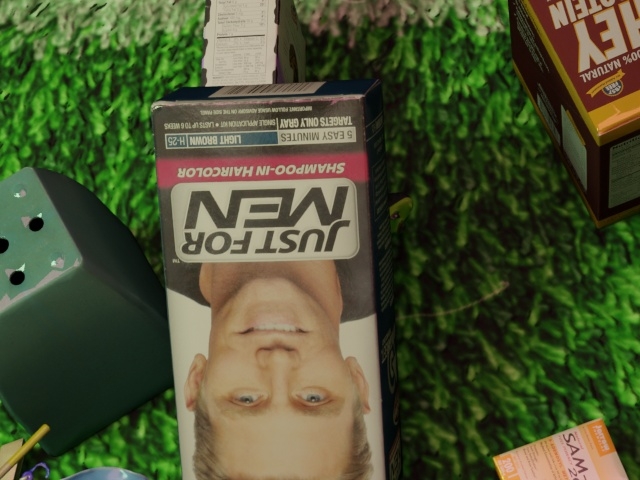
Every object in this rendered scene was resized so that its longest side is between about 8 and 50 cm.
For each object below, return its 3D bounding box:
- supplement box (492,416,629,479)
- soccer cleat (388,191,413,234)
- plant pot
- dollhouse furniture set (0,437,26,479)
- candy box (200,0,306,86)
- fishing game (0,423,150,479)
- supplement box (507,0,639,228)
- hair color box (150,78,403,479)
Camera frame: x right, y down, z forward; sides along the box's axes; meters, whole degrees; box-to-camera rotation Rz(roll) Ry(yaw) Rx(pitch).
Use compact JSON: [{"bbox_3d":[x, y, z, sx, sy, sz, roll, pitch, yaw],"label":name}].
[{"bbox_3d":[0.201,0.195,1.247,0.098,0.036,0.062,-21,66,1],"label":"supplement box"},{"bbox_3d":[0.000,0.000,1.354,0.179,0.060,0.072,-34,65,-2],"label":"soccer cleat"},{"bbox_3d":[-0.231,0.048,1.279,0.165,0.234,0.165,-31,66,-4],"label":"plant pot"},{"bbox_3d":[-0.250,0.228,1.297,0.081,0.091,0.114,11,69,-2],"label":"dollhouse furniture set"},{"bbox_3d":[-0.059,-0.136,1.361,0.070,0.165,0.196,-2,67,8],"label":"candy box"},{"bbox_3d":[-0.177,0.281,1.230,0.189,0.041,0.264,-41,89,-13],"label":"fishing game"},{"bbox_3d":[0.258,-0.150,1.294,0.129,0.194,0.191,-23,66,0],"label":"supplement box"},{"bbox_3d":[-0.030,0.049,1.217,0.173,0.105,0.347,-2,103,10],"label":"hair color box"}]
